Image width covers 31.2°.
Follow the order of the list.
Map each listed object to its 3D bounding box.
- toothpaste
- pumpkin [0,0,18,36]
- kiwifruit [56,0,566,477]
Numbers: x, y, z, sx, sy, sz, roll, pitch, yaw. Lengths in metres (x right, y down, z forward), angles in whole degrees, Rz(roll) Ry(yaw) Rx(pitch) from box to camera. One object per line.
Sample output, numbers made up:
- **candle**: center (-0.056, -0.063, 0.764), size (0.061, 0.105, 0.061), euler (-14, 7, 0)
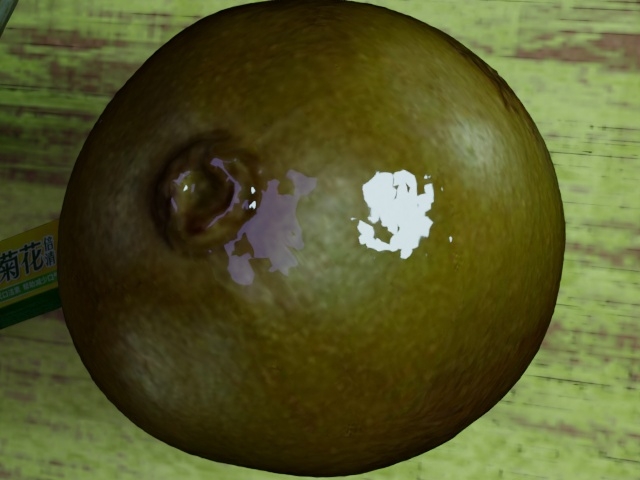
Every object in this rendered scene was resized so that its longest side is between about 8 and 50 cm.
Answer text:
- **toothpaste**: center (-0.170, 0.025, 0.599), size (0.178, 0.043, 0.037), euler (-19, 81, 13)
- **pumpkin**: center (-0.262, -0.198, 0.512), size (0.332, 0.332, 0.199), euler (29, 80, 15)
- **kiwifruit**: center (0.000, 0.000, 0.458), size (0.196, 0.234, 0.196), euler (-2, 81, 14)
